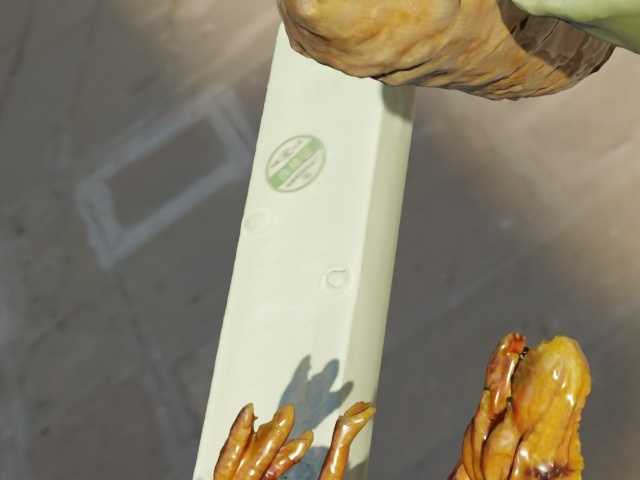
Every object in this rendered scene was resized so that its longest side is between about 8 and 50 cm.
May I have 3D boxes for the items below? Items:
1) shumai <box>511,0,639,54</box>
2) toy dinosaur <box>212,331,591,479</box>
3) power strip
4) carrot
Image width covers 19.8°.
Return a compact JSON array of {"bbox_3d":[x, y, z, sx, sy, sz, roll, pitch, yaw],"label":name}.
[{"bbox_3d":[0.166,-0.089,0.512,0.292,0.329,0.289,126,147,-65],"label":"shumai"},{"bbox_3d":[-0.011,0.190,0.800,0.432,0.097,0.208,-61,25,20],"label":"toy dinosaur"},{"bbox_3d":[0.000,0.000,1.148,0.091,0.062,0.385,-7,57,27],"label":"power strip"},{"bbox_3d":[0.046,-0.093,0.700,0.102,0.102,0.263,-20,-1,26],"label":"carrot"}]
